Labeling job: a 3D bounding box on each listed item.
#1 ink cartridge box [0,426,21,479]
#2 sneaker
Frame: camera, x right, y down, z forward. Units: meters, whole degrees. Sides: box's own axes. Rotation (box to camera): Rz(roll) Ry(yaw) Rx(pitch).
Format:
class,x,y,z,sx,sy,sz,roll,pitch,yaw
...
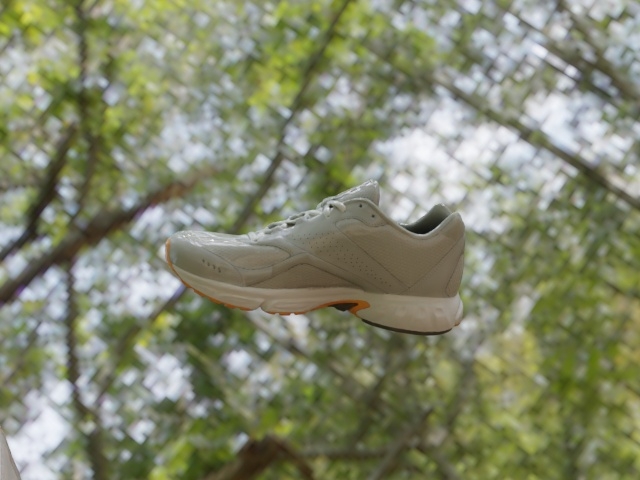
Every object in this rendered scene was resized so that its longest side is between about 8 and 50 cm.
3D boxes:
class,x,y,z,sx,sy,sz,roll,pitch,yaw
ink cartridge box,-0.167,0.121,0.598,0.181,0.224,0.056,-16,-31,18
sneaker,0.000,0.000,1.589,0.099,0.262,0.121,-114,32,-72
